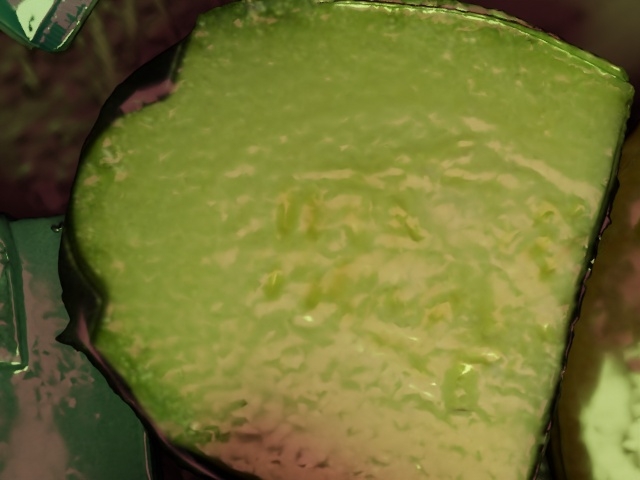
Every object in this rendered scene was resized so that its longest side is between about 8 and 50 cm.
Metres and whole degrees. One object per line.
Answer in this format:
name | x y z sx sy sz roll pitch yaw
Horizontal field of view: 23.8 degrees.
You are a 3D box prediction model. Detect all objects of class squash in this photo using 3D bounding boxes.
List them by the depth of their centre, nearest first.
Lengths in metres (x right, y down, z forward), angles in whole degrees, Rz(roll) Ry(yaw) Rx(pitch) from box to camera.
squash | 0.003 0.006 0.555 0.184 0.085 0.192 17 79 5

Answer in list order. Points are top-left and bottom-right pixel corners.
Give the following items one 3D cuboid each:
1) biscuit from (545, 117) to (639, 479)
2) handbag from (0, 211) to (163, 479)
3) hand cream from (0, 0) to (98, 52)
biscuit | 0.266 0.093 0.560 0.394 0.070 0.350 23 92 -3
handbag | -0.174 0.071 0.564 0.229 0.062 0.179 -8 88 -1
hand cream | -0.172 -0.164 0.574 0.224 0.048 0.083 34 90 -7
